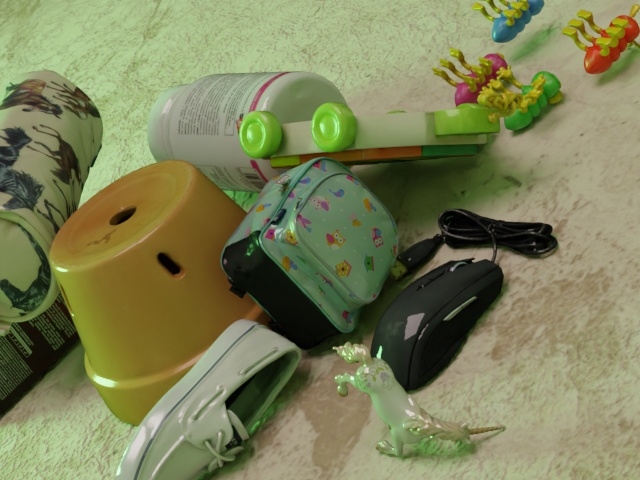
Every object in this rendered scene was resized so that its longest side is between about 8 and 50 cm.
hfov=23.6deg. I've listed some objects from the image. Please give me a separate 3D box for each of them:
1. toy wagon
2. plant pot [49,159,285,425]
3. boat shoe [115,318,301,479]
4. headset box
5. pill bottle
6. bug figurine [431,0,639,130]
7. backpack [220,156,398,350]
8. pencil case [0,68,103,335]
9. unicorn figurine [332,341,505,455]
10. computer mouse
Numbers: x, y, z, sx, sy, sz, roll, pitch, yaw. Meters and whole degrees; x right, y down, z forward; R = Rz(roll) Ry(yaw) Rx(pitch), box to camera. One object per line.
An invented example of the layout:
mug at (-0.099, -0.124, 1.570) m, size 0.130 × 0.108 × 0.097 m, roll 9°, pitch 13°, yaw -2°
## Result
toy wagon at (0.085, -0.127, 1.802) m, size 0.344 × 0.068 × 0.267 m, roll -1°, pitch 3°, yaw 44°
plant pot at (-0.178, 0.043, 1.791) m, size 0.290 × 0.203 × 0.291 m, roll -24°, pitch 28°, yaw 14°
boat shoe at (-0.115, 0.191, 1.603) m, size 0.084 × 0.095 × 0.258 m, roll 19°, pitch 62°, yaw 33°
headset box at (-0.410, 0.088, 2.055) m, size 0.293 × 0.110 × 0.218 m, roll -44°, pitch 29°, yaw -22°
pill bottle at (-0.103, -0.146, 2.065) m, size 0.283 × 0.160 × 0.160 m, roll 6°, pitch 46°, yaw 50°
bug figurine at (0.269, -0.232, 1.917) m, size 0.216 × 0.072 × 0.279 m, roll -44°, pitch 34°, yaw -9°
backpack at (0.000, 0.000, 1.698) m, size 0.144 × 0.166 × 0.188 m, roll -32°, pitch 22°, yaw 38°
pencil case at (-0.382, -0.056, 1.973) m, size 0.159 × 0.184 × 0.410 m, roll 2°, pitch 31°, yaw 0°
unicorn figurine at (0.076, 0.160, 1.456) m, size 0.060 × 0.162 × 0.111 m, roll -54°, pitch 7°, yaw -26°
computer mouse at (0.112, 0.046, 1.638) m, size 0.262 × 0.060 × 0.184 m, roll -44°, pitch 30°, yaw -22°
